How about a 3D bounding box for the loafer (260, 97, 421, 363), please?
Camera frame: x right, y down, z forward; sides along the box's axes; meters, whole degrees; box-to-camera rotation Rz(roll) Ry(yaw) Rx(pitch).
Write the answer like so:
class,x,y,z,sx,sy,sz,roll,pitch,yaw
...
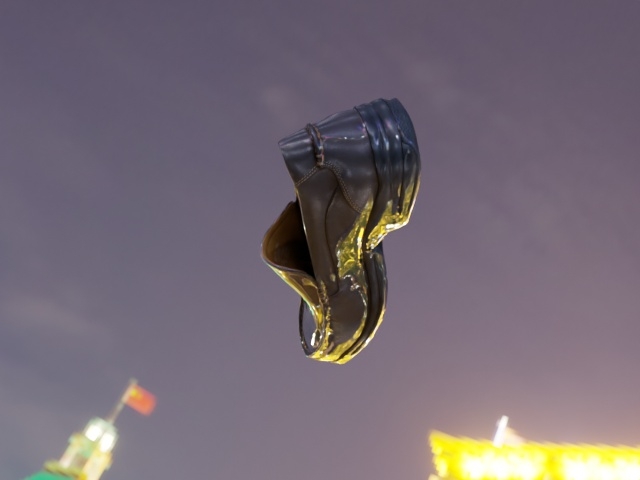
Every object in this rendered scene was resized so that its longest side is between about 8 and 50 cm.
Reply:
class,x,y,z,sx,sy,sz,roll,pitch,yaw
loafer,0.000,0.000,0.720,0.061,0.062,0.170,-7,-42,-16
